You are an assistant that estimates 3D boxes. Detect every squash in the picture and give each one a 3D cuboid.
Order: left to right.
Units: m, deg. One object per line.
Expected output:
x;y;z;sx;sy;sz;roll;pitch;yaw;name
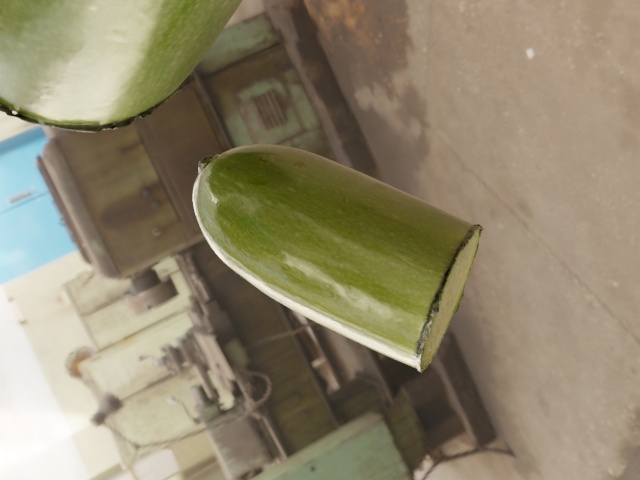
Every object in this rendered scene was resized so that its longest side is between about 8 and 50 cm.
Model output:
-0.150;-0.261;0.589;0.263;0.263;0.384;61;148;7;squash
0.000;0.000;0.707;0.247;0.132;0.132;25;150;15;squash
